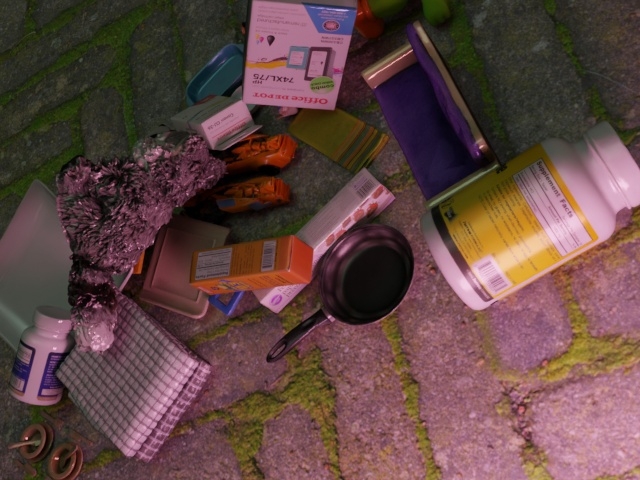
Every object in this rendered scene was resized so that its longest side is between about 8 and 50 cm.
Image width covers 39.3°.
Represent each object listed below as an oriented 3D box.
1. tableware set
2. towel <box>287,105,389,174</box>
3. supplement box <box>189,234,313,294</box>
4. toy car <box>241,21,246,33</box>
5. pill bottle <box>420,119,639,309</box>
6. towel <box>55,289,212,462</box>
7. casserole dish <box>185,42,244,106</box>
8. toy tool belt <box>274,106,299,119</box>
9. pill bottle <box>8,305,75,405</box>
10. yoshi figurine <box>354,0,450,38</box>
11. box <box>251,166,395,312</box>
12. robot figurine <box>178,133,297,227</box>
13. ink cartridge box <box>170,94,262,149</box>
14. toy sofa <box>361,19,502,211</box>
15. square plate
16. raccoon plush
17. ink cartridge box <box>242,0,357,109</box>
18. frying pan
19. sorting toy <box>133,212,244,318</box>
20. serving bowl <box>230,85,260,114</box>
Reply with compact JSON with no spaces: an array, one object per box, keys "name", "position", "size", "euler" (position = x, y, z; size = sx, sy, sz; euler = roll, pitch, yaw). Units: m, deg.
[{"name":"tableware set","position":[-0.570,0.438,1.872],"size":[0.194,0.039,0.128],"euler":[18,77,37]},{"name":"towel","position":[0.030,-0.220,1.832],"size":[0.237,0.021,0.102],"euler":[36,87,39]},{"name":"supplement box","position":[-0.132,0.049,1.683],"size":[0.234,0.078,0.080],"euler":[-7,66,31]},{"name":"toy car","position":[-0.146,-0.452,2.040],"size":[0.040,0.060,0.122],"euler":[-64,36,32]},{"name":"pill bottle","position":[0.344,-0.044,1.437],"size":[0.334,0.188,0.187],"euler":[-32,54,15]},{"name":"towel","position":[-0.371,0.268,1.784],"size":[0.284,0.121,0.235],"euler":[33,89,37]},{"name":"casserole dish","position":[-0.229,-0.370,2.062],"size":[0.188,0.037,0.114],"euler":[-45,52,6]},{"name":"toy tool belt","position":[-0.082,-0.298,1.923],"size":[0.051,0.052,0.083],"euler":[-24,55,11]},{"name":"pill bottle","position":[-0.574,0.237,1.868],"size":[0.112,0.112,0.186],"euler":[24,101,38]},{"name":"yoshi figurine","position":[0.227,-0.553,1.812],"size":[0.362,0.203,0.203],"euler":[-27,13,36]},{"name":"box","position":[0.000,0.000,1.713],"size":[0.324,0.063,0.067],"euler":[-45,50,5]},{"name":"robot figurine","position":[-0.191,-0.133,1.887],"size":[0.291,0.085,0.211],"euler":[-8,62,29]},{"name":"ink cartridge box","position":[-0.223,-0.254,1.921],"size":[0.115,0.067,0.198],"euler":[-36,29,-23]},{"name":"toy sofa","position":[0.200,-0.212,1.621],"size":[0.150,0.177,0.362],"euler":[-31,55,15]},{"name":"square plate","position":[-0.590,0.098,1.971],"size":[0.344,0.049,0.347],"euler":[38,104,23]},{"name":"raccoon plush","position":[-0.330,-0.015,1.773],"size":[0.299,0.216,0.446],"euler":[-9,85,10]},{"name":"ink cartridge box","position":[-0.048,-0.425,1.777],"size":[0.198,0.270,0.197],"euler":[3,55,-7]},{"name":"frying pan","position":[0.056,0.120,1.626],"size":[0.197,0.053,0.326],"euler":[25,84,38]},{"name":"sorting toy","position":[-0.278,0.052,1.862],"size":[0.348,0.047,0.195],"euler":[15,84,33]},{"name":"serving bowl","position":[-0.163,-0.307,1.993],"size":[0.083,0.027,0.083],"euler":[-14,60,26]}]
